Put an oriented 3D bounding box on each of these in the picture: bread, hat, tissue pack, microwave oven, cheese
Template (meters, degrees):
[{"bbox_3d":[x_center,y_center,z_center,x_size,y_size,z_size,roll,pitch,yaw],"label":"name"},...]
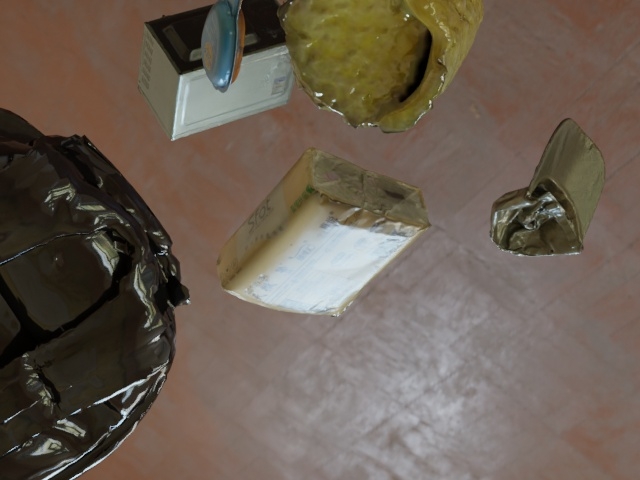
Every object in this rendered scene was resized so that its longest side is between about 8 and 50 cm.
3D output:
[{"bbox_3d":[0.050,-0.198,0.941,0.197,0.170,0.197,9,129,12],"label":"bread"},{"bbox_3d":[0.413,-0.092,1.919,0.149,0.245,0.214,-6,147,43],"label":"hat"},{"bbox_3d":[0.000,0.000,1.254,0.186,0.090,0.222,16,137,-29],"label":"tissue pack"},{"bbox_3d":[-0.149,-0.260,1.498,0.129,0.205,0.163,55,150,25],"label":"microwave oven"},{"bbox_3d":[-0.050,-0.123,0.568,0.111,0.017,0.047,115,139,-54],"label":"cheese"}]

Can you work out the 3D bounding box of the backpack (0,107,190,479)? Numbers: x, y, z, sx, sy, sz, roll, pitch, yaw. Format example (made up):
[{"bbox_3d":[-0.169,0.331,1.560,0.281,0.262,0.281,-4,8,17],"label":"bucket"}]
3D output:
[{"bbox_3d":[-0.178,0.049,0.413,0.258,0.133,0.206,-30,116,2],"label":"backpack"}]
